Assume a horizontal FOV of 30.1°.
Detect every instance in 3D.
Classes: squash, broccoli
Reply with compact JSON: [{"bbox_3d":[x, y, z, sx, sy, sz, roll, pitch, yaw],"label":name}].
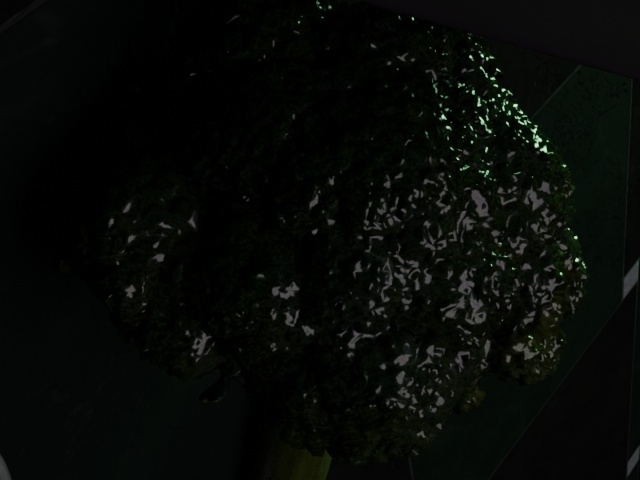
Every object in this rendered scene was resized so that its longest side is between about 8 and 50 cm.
[{"bbox_3d":[-0.013,0.133,0.998,0.069,0.069,0.239,-14,121,-52],"label":"squash"},{"bbox_3d":[0.000,0.000,0.762,0.304,0.321,0.283,-36,171,-23],"label":"broccoli"}]

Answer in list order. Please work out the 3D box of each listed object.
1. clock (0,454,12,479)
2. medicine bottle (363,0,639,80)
[{"bbox_3d":[-0.276,0.192,0.654,0.236,0.053,0.236,-31,132,-42],"label":"clock"},{"bbox_3d":[0.109,-0.218,0.643,0.219,0.388,0.219,-32,134,-42],"label":"medicine bottle"}]
